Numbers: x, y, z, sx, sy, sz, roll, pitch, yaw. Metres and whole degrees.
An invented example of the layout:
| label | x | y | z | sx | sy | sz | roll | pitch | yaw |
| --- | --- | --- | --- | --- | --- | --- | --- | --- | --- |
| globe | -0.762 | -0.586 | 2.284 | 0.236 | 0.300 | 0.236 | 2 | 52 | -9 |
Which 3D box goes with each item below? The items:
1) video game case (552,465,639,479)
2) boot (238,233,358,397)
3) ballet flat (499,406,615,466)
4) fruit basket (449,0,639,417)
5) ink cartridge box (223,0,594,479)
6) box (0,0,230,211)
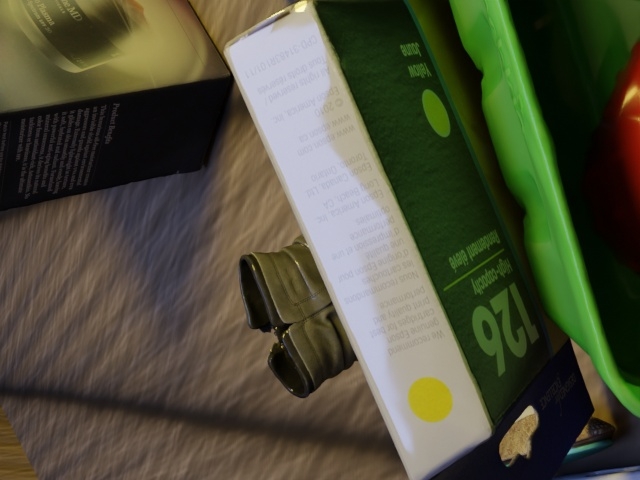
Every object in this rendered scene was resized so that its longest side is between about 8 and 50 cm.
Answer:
| label | x | y | z | sx | sy | sz | roll | pitch | yaw |
| --- | --- | --- | --- | --- | --- | --- | --- | --- | --- |
| video game case | 0.260 | 0.269 | 0.784 | 0.206 | 0.026 | 0.227 | -32 | 76 | 61 |
| boot | 0.000 | 0.000 | 0.966 | 0.083 | 0.161 | 0.246 | -29 | 78 | 60 |
| ballet flat | 0.153 | 0.157 | 0.878 | 0.206 | 0.073 | 0.067 | -46 | 50 | 54 |
| fruit basket | 0.209 | -0.131 | 0.460 | 0.392 | 0.283 | 0.392 | 164 | 90 | -79 |
| ink cartridge box | 0.098 | 0.004 | 0.658 | 0.072 | 0.304 | 0.307 | -24 | 91 | 28 |
| box | -0.304 | -0.213 | 1.258 | 0.296 | 0.294 | 0.182 | 59 | 146 | 25 |
